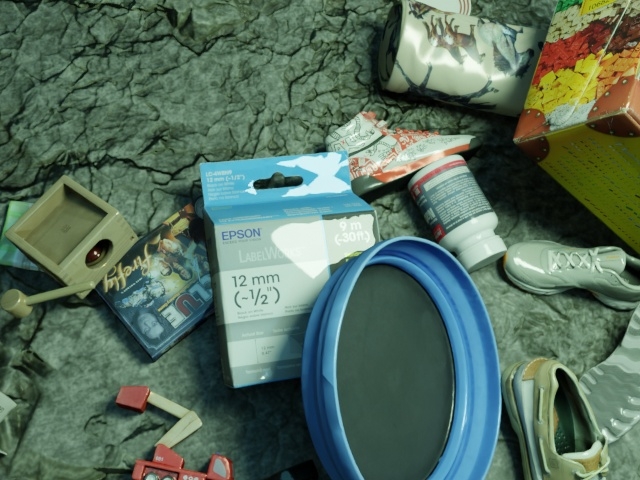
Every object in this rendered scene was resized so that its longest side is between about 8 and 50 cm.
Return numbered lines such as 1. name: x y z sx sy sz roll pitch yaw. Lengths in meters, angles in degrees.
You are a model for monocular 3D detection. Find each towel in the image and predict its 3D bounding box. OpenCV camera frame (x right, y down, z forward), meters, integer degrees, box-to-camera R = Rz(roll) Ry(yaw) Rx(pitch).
1. towel: -0.428 -0.005 1.175 0.152 0.023 0.113 8 67 -5

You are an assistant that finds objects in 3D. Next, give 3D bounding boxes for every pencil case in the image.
1. pencil case: 0.302 -0.324 1.327 0.410 0.160 0.183 10 83 -4

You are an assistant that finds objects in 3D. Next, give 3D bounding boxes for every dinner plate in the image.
1. dinner plate: 0.224 -0.464 1.450 0.141 0.017 0.141 3 68 -7

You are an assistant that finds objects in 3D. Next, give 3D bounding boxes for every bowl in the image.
1. bowl: 0.122 0.191 1.037 0.391 0.077 0.391 14 71 -46

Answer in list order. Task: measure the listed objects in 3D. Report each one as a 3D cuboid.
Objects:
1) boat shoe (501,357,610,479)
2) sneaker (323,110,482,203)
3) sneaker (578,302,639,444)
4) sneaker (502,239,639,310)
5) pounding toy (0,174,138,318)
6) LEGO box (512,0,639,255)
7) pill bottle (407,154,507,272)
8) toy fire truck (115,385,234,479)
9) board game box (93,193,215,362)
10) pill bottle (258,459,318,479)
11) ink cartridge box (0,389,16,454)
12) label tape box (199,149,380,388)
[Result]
1. boat shoe: 0.366 0.323 1.097 0.113 0.103 0.302 -20 84 -26
2. sneaker: 0.140 -0.171 1.285 0.270 0.090 0.145 -22 74 -15
3. sneaker: 0.500 0.221 1.179 0.281 0.115 0.105 -51 51 -4
4. sneaker: 0.438 0.039 1.229 0.263 0.121 0.099 10 67 -4
5. pounding toy: -0.373 0.038 1.092 0.181 0.094 0.206 31 70 24
6. LEGO box: 0.580 -0.185 1.184 0.500 0.193 0.372 35 65 -25
7. pill bottle: 0.232 -0.042 1.238 0.108 0.108 0.180 -22 73 -16
8. toy fire truck: -0.212 0.294 1.078 0.192 0.047 0.135 13 66 -4
9. board game box: -0.217 0.051 1.173 0.243 0.042 0.165 -39 79 -20
10. pill bottle: -0.014 0.422 1.015 0.123 0.123 0.219 -18 72 -14
11. ink cartridge box: -0.501 0.209 1.033 0.198 0.115 0.067 38 68 6
12. label tape box: -0.039 0.031 1.123 0.249 0.115 0.347 -6 85 -14
